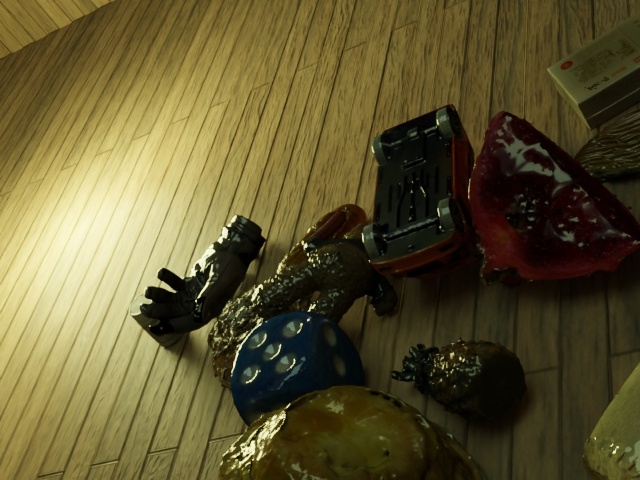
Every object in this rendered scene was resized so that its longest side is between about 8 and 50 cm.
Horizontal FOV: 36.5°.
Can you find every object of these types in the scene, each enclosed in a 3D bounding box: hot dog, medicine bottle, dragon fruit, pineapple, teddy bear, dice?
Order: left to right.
[{"bbox_3d":[-0.289,0.139,1.715,0.058,0.091,0.058,-25,36,20],"label":"medicine bottle"},{"bbox_3d":[-0.103,0.142,1.555,0.224,0.076,0.225,-25,37,21],"label":"pineapple"},{"bbox_3d":[-0.031,0.195,1.355,0.143,0.146,0.146,-22,37,27],"label":"dice"},{"bbox_3d":[0.000,0.000,1.596,0.066,0.047,0.215,22,46,29],"label":"hot dog"},{"bbox_3d":[0.031,0.054,1.463,0.251,0.182,0.129,-39,-15,-33],"label":"teddy bear"},{"bbox_3d":[0.169,0.173,1.249,0.108,0.108,0.197,-53,23,-21],"label":"pineapple"},{"bbox_3d":[0.294,-0.025,1.323,0.211,0.134,0.262,-44,67,17],"label":"dragon fruit"}]

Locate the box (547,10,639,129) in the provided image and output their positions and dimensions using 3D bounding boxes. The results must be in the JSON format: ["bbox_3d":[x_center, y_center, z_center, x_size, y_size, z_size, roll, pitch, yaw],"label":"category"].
[{"bbox_3d":[0.474,-0.275,1.520,0.201,0.058,0.141,-32,34,9],"label":"box"}]

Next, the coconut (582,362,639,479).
[{"bbox_3d":[0.387,0.178,0.914,0.245,0.233,0.233,-48,34,-6],"label":"coconut"}]

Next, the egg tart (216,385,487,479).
[{"bbox_3d":[0.037,0.269,1.122,0.341,0.129,0.341,2,27,-1],"label":"egg tart"}]

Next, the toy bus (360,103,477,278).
[{"bbox_3d":[0.163,-0.058,1.471,0.143,0.153,0.329,-20,36,23],"label":"toy bus"}]

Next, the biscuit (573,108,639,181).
[{"bbox_3d":[0.462,-0.130,1.383,0.228,0.031,0.176,-30,33,12],"label":"biscuit"}]

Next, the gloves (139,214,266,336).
[{"bbox_3d":[-0.194,0.066,1.700,0.285,0.119,0.142,-40,30,-29],"label":"gloves"}]
